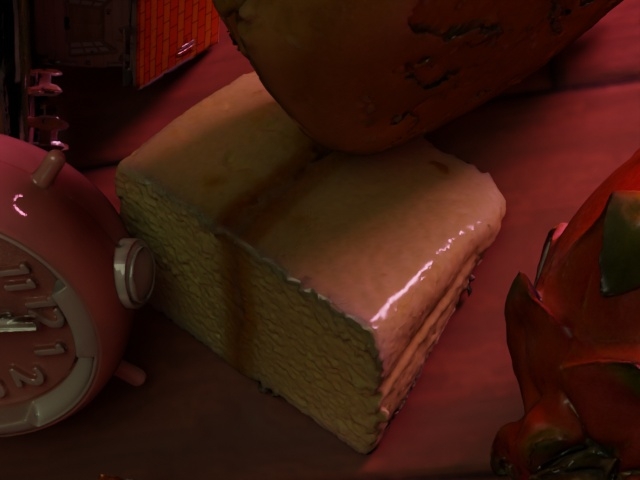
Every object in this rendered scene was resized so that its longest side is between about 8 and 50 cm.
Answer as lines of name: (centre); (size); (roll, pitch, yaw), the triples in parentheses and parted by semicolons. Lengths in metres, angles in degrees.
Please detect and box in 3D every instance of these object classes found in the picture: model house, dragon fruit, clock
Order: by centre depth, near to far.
dragon fruit: (0.208, 0.058, 0.731); (0.224, 0.224, 0.227); (18, 85, 22)
clock: (-0.227, 0.020, 0.896); (0.241, 0.227, 0.142); (-4, 38, 14)
model house: (-0.138, -0.198, 0.899); (0.154, 0.294, 0.207); (0, 44, -8)

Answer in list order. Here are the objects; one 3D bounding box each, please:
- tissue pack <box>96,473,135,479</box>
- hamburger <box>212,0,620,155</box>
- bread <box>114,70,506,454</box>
tissue pack: (-0.075, 0.270, 0.831); (0.226, 0.092, 0.183); (22, 82, 20)
hamburger: (0.081, -0.193, 0.803); (0.304, 0.284, 0.174); (-33, 66, 0)
bread: (0.000, 0.000, 0.917); (0.240, 0.135, 0.178); (32, 53, 24)
